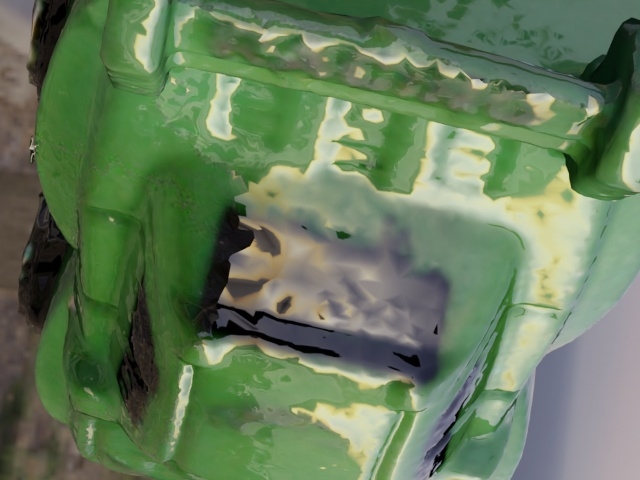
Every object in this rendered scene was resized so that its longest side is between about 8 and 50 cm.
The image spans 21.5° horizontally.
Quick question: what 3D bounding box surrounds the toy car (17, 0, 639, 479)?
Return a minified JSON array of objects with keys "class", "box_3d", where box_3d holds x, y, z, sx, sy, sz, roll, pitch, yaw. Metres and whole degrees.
[{"class":"toy car","box_3d":[0.000,0.000,0.570,0.359,0.213,0.176,108,-6,-50]}]
